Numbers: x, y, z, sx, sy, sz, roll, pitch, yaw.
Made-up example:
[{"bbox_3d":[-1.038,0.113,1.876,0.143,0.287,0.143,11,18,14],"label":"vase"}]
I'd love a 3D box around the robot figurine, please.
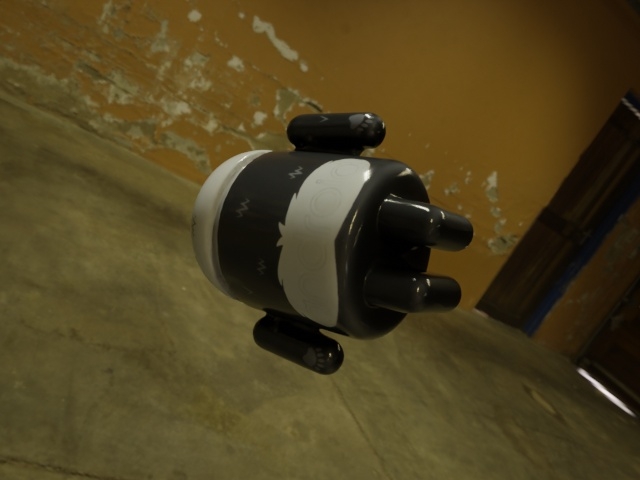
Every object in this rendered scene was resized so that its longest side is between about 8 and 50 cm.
[{"bbox_3d":[0.002,-0.002,0.549,0.278,0.209,0.173,11,-38,35],"label":"robot figurine"}]
